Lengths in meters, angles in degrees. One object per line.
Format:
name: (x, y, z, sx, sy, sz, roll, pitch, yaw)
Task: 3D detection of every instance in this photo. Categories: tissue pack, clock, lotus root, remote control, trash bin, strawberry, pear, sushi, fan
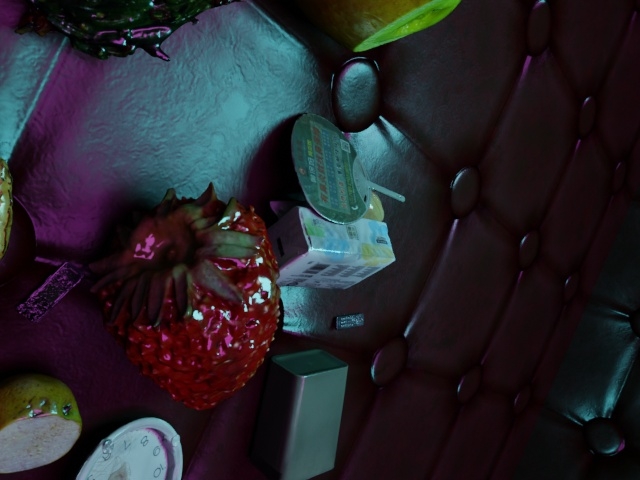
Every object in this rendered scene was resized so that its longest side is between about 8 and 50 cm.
tissue pack: (0.000, 0.000, 0.967, 0.229, 0.159, 0.145, 8, 59, -41)
clock: (-0.332, 0.414, 0.851, 0.236, 0.053, 0.236, -17, 109, -60)
lotus root: (0.098, -0.067, 1.083, 0.073, 0.062, 0.150, -63, 141, -37)
remote control: (0.066, 0.188, 1.180, 0.091, 0.016, 0.034, 0, 89, -43)
trash bin: (-0.039, 0.370, 1.083, 0.164, 0.122, 0.240, 3, 101, -43)
strawberry: (-0.169, 0.097, 0.784, 0.292, 0.292, 0.343, -50, 149, -17)
pear: (-0.412, 0.245, 0.708, 0.141, 0.104, 0.141, -19, 138, -19)
sushi: (-0.227, -0.305, 0.633, 0.287, 0.149, 0.140, -1, 81, -5)
remote control: (-0.387, 0.073, 0.726, 0.096, 0.014, 0.039, -49, 132, -16)
fan: (0.043, -0.145, 0.966, 0.294, 0.012, 0.223, -23, 85, -50)

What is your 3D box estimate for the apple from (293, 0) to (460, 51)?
apple: (0.118, -0.471, 0.758, 0.384, 0.374, 0.374, 25, 88, -44)

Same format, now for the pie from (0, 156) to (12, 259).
pie: (-0.457, -0.027, 0.512, 0.273, 0.069, 0.273, 1, 86, -11)
